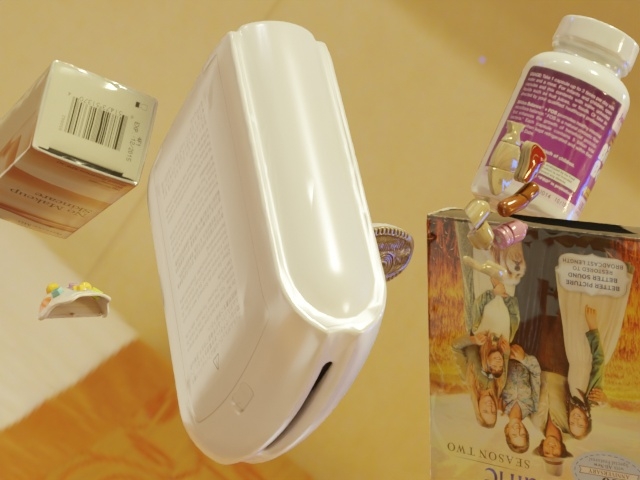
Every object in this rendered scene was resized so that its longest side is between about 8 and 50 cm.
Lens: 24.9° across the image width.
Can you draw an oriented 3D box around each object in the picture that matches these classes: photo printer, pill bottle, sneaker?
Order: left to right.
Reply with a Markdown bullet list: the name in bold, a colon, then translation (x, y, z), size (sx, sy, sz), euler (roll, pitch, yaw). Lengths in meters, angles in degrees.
- **photo printer**: translation (-0.050, 0.016, 1.188), size (0.107, 0.256, 0.307), euler (3, 56, -25)
- **sneaker**: translation (0.000, 0.000, 2.169), size (0.282, 0.099, 0.153), euler (-6, 27, -40)
- **pill bottle**: translation (0.355, -0.172, 2.144), size (0.169, 0.301, 0.169), euler (25, -3, 1)

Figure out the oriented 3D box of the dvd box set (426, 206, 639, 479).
- **dvd box set**: translation (0.265, 0.182, 1.706), size (0.307, 0.420, 0.062), euler (9, 16, 37)

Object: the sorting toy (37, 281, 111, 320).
- **sorting toy**: translation (-0.284, 0.070, 1.709), size (0.083, 0.045, 0.075), euler (-1, -4, -30)

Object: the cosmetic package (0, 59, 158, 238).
- **cosmetic package**: translation (-0.345, -0.113, 1.929), size (0.153, 0.129, 0.296), euler (19, -21, -21)

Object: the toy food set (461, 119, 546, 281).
- **toy food set**: translation (0.149, -0.032, 1.180), size (0.078, 0.122, 0.019), euler (23, -1, -43)
